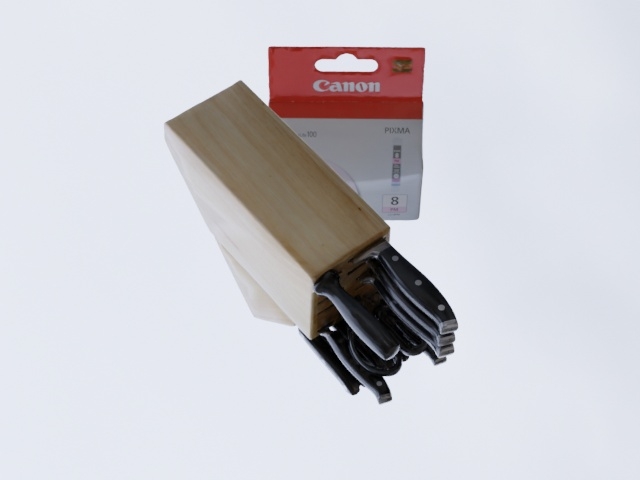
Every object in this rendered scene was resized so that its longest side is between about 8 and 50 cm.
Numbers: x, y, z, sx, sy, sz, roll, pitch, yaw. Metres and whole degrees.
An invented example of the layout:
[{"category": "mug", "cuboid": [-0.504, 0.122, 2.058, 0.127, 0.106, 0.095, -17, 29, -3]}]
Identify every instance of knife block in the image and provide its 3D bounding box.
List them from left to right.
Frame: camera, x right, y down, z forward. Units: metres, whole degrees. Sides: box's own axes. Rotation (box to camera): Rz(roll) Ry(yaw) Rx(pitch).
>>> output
[{"category": "knife block", "cuboid": [0.000, 0.000, 1.339, 0.088, 0.242, 0.276, -32, -74, -24]}]

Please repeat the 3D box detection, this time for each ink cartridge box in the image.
[{"category": "ink cartridge box", "cuboid": [0.029, -0.121, 1.868, 0.232, 0.189, 0.066, 90, 180, -49]}]
